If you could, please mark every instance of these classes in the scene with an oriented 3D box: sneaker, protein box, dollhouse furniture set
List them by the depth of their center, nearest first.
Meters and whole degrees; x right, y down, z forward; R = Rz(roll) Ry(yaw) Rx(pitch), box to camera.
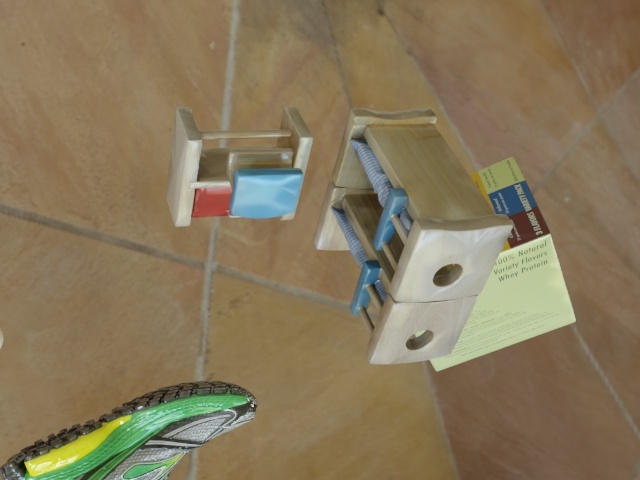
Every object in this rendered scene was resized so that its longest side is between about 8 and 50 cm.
[{"bbox_3d":[0.000,0.000,0.557,0.184,0.129,0.129,-3,43,-22],"label":"dollhouse furniture set"},{"bbox_3d":[0.198,0.036,1.074,0.201,0.200,0.136,57,15,-47],"label":"protein box"},{"bbox_3d":[-0.243,0.292,1.134,0.344,0.134,0.146,-22,93,-18],"label":"sneaker"}]

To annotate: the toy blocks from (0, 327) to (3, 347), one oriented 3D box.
[{"bbox_3d":[-0.436,0.100,0.920,0.123,0.148,0.054,-21,65,-10],"label":"toy blocks"}]
